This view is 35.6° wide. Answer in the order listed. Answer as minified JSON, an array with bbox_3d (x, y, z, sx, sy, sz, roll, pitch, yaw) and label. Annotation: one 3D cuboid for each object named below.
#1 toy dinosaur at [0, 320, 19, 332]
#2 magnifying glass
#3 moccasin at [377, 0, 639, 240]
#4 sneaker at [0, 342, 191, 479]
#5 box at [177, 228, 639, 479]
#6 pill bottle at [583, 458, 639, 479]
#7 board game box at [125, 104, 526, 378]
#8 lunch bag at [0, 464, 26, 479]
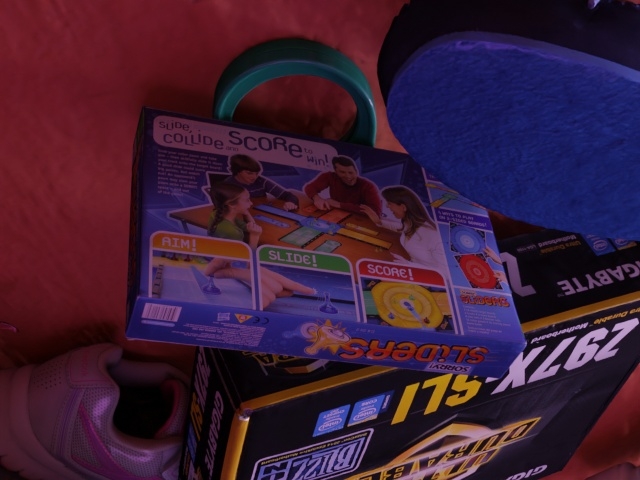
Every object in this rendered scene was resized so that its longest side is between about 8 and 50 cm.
[{"bbox_3d":[-0.255,0.079,0.671,0.047,0.090,0.082,22,88,-44],"label":"toy dinosaur"},{"bbox_3d":[0.011,-0.035,0.618,0.092,0.026,0.231,-20,137,14],"label":"magnifying glass"},{"bbox_3d":[0.174,-0.070,0.536,0.342,0.117,0.138,14,148,-31],"label":"moccasin"},{"bbox_3d":[-0.127,0.160,0.763,0.111,0.103,0.252,-26,137,23],"label":"sneaker"},{"bbox_3d":[0.066,0.116,0.695,0.322,0.079,0.257,-12,141,-23],"label":"box"},{"bbox_3d":[0.385,0.224,0.874,0.283,0.161,0.161,-29,136,23],"label":"pill bottle"},{"bbox_3d":[0.000,0.000,0.534,0.201,0.136,0.035,9,136,-17],"label":"board game box"},{"bbox_3d":[-0.229,0.225,0.701,0.108,0.279,0.224,-53,167,-8],"label":"lunch bag"}]
